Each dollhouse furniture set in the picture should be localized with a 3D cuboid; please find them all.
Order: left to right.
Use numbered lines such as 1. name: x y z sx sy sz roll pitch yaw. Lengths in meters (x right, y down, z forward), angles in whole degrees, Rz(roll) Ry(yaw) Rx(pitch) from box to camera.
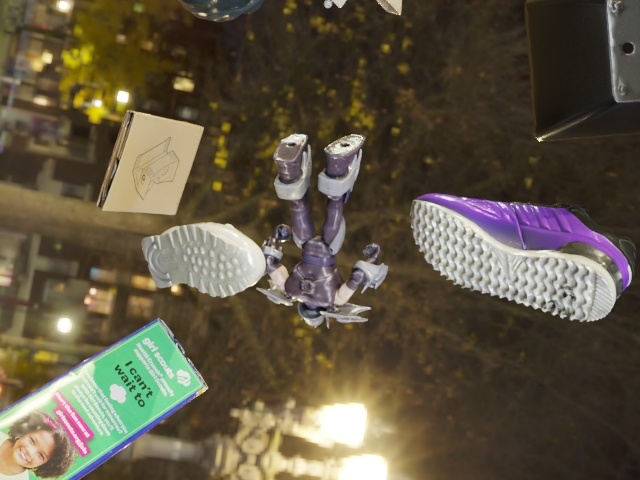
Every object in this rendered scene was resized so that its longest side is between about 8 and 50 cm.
1. dollhouse furniture set: 0.064 -0.307 1.413 0.081 0.114 0.091 -55 -139 -4

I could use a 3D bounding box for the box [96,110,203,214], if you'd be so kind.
1. box: -0.277 -0.123 1.804 0.201 0.021 0.164 3 109 -64

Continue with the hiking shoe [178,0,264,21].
1. hiking shoe: -0.075 -0.281 0.629 0.113 0.132 0.304 13 -75 34

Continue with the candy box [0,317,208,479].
1. candy box: -0.340 0.249 1.362 0.268 0.122 0.317 -34 180 44

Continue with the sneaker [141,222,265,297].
1. sneaker: -0.127 0.011 1.323 0.235 0.095 0.090 7 -69 54

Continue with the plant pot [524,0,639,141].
1. plant pot: 0.379 -0.227 1.365 0.167 0.187 0.188 -172 -102 -78

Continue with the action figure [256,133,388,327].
1. action figure: 0.000 0.000 1.478 0.099 0.185 0.285 -62 157 -58

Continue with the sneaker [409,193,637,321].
1. sneaker: 0.257 -0.001 1.365 0.146 0.293 0.102 -39 140 -38
